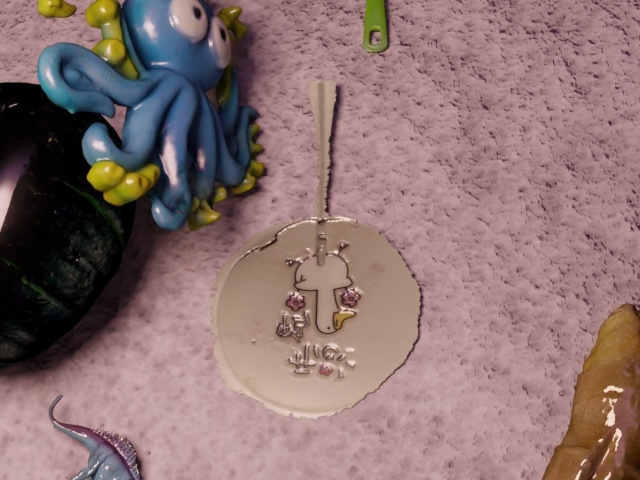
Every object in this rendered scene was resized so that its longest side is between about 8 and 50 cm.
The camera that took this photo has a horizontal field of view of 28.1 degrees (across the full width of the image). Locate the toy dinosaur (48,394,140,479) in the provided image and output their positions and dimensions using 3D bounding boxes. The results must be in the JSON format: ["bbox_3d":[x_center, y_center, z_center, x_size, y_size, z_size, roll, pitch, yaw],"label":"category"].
[{"bbox_3d":[-0.223,0.240,1.319,0.080,0.045,0.197,-37,70,-25],"label":"toy dinosaur"}]

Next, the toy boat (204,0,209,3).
[{"bbox_3d":[-0.093,-0.390,1.618,0.291,0.067,0.221,-10,61,0],"label":"toy boat"}]

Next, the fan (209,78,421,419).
[{"bbox_3d":[0.000,0.000,1.426,0.233,0.012,0.415,1,66,8],"label":"fan"}]

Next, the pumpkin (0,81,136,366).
[{"bbox_3d":[-0.334,-0.008,1.359,0.315,0.238,0.315,-19,48,23],"label":"pumpkin"}]

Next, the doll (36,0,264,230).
[{"bbox_3d":[-0.157,-0.165,1.357,0.098,0.346,0.341,-23,59,29],"label":"doll"}]

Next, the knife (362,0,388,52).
[{"bbox_3d":[0.065,-0.303,1.570,0.078,0.023,0.166,-4,61,12],"label":"knife"}]

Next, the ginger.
[{"bbox_3d":[0.290,0.188,1.232,0.109,0.116,0.263,6,61,45],"label":"ginger"}]
